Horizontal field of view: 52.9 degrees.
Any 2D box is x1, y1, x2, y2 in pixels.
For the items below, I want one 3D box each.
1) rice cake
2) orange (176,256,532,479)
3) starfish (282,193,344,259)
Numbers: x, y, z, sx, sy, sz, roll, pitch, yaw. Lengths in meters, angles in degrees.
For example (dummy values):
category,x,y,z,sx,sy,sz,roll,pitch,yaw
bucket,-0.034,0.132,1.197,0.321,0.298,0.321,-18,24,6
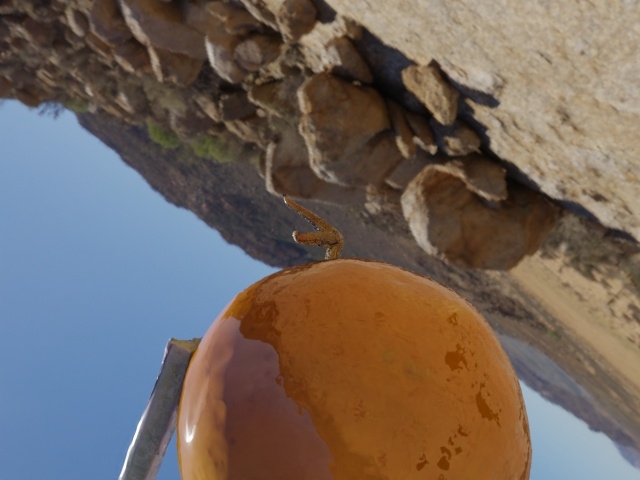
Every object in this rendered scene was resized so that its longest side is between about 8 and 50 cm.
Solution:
category,x,y,z,sx,sy,sz,roll,pitch,yaw
rice cake,-0.158,0.177,0.628,0.033,0.208,0.033,27,-159,10
orange,0.028,0.166,0.568,0.312,0.312,0.312,41,-175,-5
starfish,0.004,-0.004,0.748,0.133,0.041,0.130,62,-169,-15
